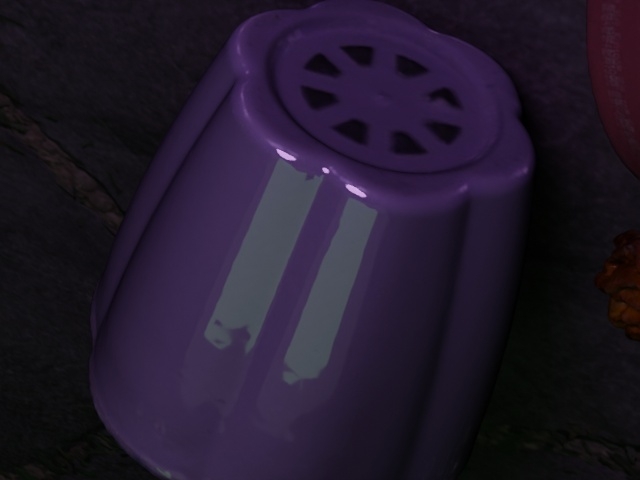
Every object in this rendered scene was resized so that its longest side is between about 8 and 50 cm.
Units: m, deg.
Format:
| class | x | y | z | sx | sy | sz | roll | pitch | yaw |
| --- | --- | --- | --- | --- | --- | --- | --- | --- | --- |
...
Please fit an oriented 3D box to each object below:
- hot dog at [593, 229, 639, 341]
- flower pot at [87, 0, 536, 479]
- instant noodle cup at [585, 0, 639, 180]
| class | x | y | z | sx | sy | sz | roll | pitch | yaw |
| --- | --- | --- | --- | --- | --- | --- | --- | --- | --- |
| hot dog | 0.245 | 0.013 | 0.815 | 0.259 | 0.175 | 0.114 | 26 | 148 | 57 |
| flower pot | 0.000 | 0.000 | 0.971 | 0.265 | 0.265 | 0.243 | 26 | 133 | 10 |
| instant noodle cup | 0.236 | -0.095 | 0.692 | 0.178 | 0.235 | 0.235 | 10 | 139 | 43 |
